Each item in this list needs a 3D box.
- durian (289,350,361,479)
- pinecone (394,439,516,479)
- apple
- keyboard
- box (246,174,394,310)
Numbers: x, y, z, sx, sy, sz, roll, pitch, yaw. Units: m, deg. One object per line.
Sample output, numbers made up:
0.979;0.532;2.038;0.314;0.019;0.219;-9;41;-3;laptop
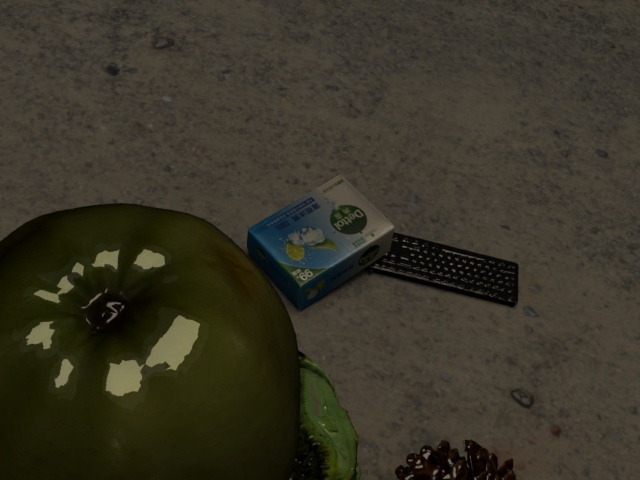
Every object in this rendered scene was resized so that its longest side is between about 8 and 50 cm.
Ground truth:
-0.013;0.277;1.310;0.132;0.106;0.375;13;24;-16;durian
0.177;0.337;1.298;0.174;0.173;0.173;7;48;-8;pinecone
-0.237;0.173;1.155;0.474;0.473;0.473;7;48;-8;apple
0.180;0.039;1.640;0.310;0.018;0.100;14;47;-2;keyboard
-0.001;0.001;1.573;0.194;0.073;0.139;-32;62;-24;box
